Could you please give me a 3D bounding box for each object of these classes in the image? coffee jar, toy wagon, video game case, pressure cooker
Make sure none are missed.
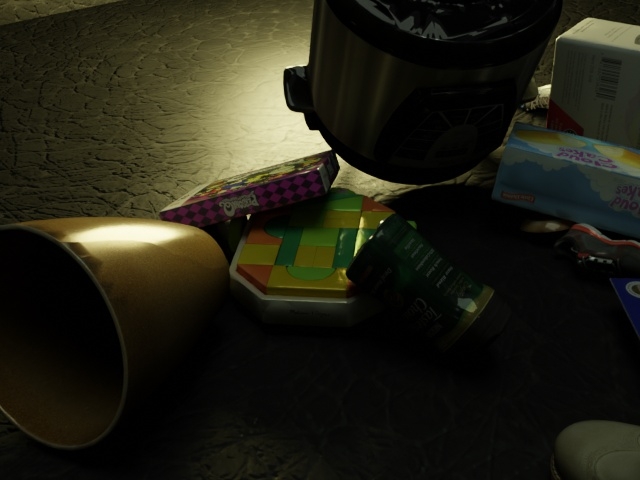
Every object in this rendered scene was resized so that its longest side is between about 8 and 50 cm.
[{"bbox_3d":[0.125,0.059,0.885,0.184,0.096,0.079,38,50,7],"label":"coffee jar"},{"bbox_3d":[0.000,0.000,1.071,0.267,0.068,0.344,2,32,7],"label":"toy wagon"},{"bbox_3d":[-0.094,-0.074,1.116,0.232,0.041,0.210,-14,12,10],"label":"video game case"},{"bbox_3d":[0.166,-0.300,1.244,0.370,0.420,0.375,35,63,13],"label":"pressure cooker"}]

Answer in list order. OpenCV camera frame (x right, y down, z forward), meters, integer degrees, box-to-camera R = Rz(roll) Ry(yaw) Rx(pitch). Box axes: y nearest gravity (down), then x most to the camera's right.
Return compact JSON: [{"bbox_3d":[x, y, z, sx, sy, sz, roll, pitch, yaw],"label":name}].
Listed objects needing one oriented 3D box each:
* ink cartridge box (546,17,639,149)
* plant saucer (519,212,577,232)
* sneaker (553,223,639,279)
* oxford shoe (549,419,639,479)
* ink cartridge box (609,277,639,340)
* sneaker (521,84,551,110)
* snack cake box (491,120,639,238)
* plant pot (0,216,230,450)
[{"bbox_3d":[0.533,-0.212,1.230,0.306,0.226,0.131,22,41,31],"label":"ink cartridge box"},{"bbox_3d":[0.333,-0.029,1.120,0.083,0.015,0.083,-9,13,2],"label":"plant saucer"},{"bbox_3d":[0.377,0.030,1.020,0.065,0.061,0.158,-27,28,-19],"label":"sneaker"},{"bbox_3d":[0.330,0.183,0.591,0.141,0.146,0.397,-26,13,-27],"label":"oxford shoe"},{"bbox_3d":[0.542,0.071,0.864,0.371,0.069,0.175,-3,32,3],"label":"ink cartridge box"},{"bbox_3d":[0.426,-0.278,1.515,0.058,0.052,0.135,-37,37,-28],"label":"sneaker"},{"bbox_3d":[0.396,-0.088,1.119,0.264,0.089,0.152,16,25,13],"label":"snack cake box"},{"bbox_3d":[-0.221,0.071,0.862,0.237,0.237,0.254,15,20,26],"label":"plant pot"}]
